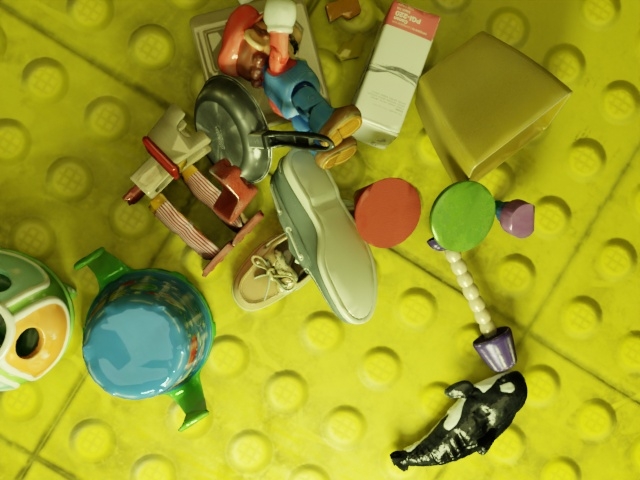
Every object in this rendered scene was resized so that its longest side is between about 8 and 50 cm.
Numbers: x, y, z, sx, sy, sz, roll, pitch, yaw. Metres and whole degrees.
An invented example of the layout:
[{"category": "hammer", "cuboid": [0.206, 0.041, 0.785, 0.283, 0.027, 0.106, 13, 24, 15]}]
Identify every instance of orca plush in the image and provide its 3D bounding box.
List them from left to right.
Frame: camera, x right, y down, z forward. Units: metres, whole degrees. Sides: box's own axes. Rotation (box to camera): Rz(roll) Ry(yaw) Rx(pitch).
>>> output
[{"category": "orca plush", "cuboid": [0.261, 0.345, 1.527, 0.287, 0.102, 0.151, -22, 113, -4]}]

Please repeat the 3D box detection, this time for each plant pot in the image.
[{"category": "plant pot", "cuboid": [0.281, -0.236, 1.492, 0.212, 0.212, 0.187, -37, 80, -3]}]

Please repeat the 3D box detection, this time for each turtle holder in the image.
[{"category": "turtle holder", "cuboid": [-0.576, 0.112, 1.409, 0.320, 0.227, 0.243, 45, 88, -5]}]

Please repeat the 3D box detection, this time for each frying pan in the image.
[{"category": "frying pan", "cuboid": [-0.112, -0.153, 1.425, 0.053, 0.197, 0.326, -28, 52, -34]}]

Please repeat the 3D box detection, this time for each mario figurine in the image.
[{"category": "mario figurine", "cuboid": [-0.035, -0.286, 1.424, 0.320, 0.170, 0.198, 51, 125, 18]}]

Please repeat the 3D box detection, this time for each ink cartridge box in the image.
[{"category": "ink cartridge box", "cuboid": [0.119, -0.284, 1.481, 0.092, 0.158, 0.218, 19, 85, -4]}]

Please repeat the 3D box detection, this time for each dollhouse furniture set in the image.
[{"category": "dollhouse furniture set", "cuboid": [-0.208, -0.063, 1.365, 0.201, 0.374, 0.152, 44, 83, -3]}]

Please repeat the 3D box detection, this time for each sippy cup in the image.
[{"category": "sippy cup", "cuboid": [-0.301, 0.168, 1.435, 0.305, 0.224, 0.240, 23, 89, -4]}]

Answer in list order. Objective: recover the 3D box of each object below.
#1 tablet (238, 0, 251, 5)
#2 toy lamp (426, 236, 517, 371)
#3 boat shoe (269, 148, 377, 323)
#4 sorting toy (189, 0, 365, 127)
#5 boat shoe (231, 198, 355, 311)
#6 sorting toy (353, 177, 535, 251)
[{"category": "tablet", "cuboid": [-0.122, -0.471, 1.542, 0.083, 0.006, 0.054, -32, 93, -4]}, {"category": "toy lamp", "cuboid": [0.283, 0.111, 1.556, 0.080, 0.080, 0.275, -26, 91, -4]}, {"category": "boat shoe", "cuboid": [0.000, 0.000, 1.446, 0.116, 0.099, 0.320, -14, 78, -41]}, {"category": "sorting toy", "cuboid": [-0.062, -0.330, 1.538, 0.307, 0.041, 0.229, -15, 91, -7]}, {"category": "boat shoe", "cuboid": [-0.043, 0.022, 1.519, 0.285, 0.089, 0.105, -41, 94, -3]}, {"category": "sorting toy", "cuboid": [0.202, -0.058, 1.491, 0.365, 0.126, 0.127, 2, 107, -25]}]
